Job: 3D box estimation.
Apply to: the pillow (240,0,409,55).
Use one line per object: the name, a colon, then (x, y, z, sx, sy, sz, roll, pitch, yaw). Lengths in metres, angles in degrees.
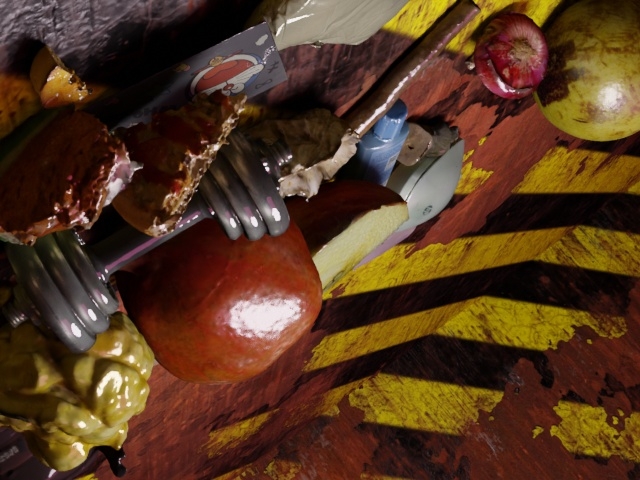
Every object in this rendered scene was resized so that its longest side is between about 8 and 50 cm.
pillow: (0.051, -0.332, 1.374, 0.274, 0.076, 0.280, -42, 167, 34)

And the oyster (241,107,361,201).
oyster: (-0.040, -0.127, 1.647, 0.341, 0.110, 0.166, -24, 164, -50)

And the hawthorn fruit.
hawthorn fruit: (-0.149, 0.056, 1.626, 0.295, 0.295, 0.311, -36, 140, -14)

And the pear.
pear: (0.529, -0.325, 2.112, 0.283, 0.283, 0.283, -36, 163, -13)

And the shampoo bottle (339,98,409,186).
shampoo bottle: (0.096, -0.156, 1.938, 0.103, 0.061, 0.258, -26, 159, -24)

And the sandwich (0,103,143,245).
sandwich: (-0.290, -0.052, 1.213, 0.185, 0.160, 0.109, -47, 145, -4)

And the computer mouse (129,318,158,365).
computer mouse: (-0.258, 0.140, 1.899, 0.236, 0.082, 0.145, -44, 162, 15)

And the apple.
apple: (0.000, 0.000, 1.870, 0.346, 0.254, 0.179, -38, 119, -19)

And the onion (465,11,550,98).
onion: (0.310, -0.316, 1.940, 0.150, 0.150, 0.140, -31, -166, -29)

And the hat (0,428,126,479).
hat: (-0.451, 0.342, 1.779, 0.238, 0.209, 0.336, -37, 162, 0)

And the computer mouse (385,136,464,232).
computer mouse: (0.217, -0.106, 2.206, 0.288, 0.097, 0.159, -28, 146, -50)

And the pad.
pad: (-0.160, -0.174, 1.347, 0.245, 0.006, 0.170, -27, 163, -1)

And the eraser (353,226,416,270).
eraser: (0.108, -0.018, 2.321, 0.243, 0.059, 0.204, -15, 149, -48)

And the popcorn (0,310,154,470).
popcorn: (-0.360, 0.196, 1.551, 0.286, 0.252, 0.215, -8, -129, 39)

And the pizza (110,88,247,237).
pizza: (-0.167, -0.110, 1.267, 0.199, 0.188, 0.062, -43, 137, -1)

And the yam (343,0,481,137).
yam: (0.130, -0.259, 1.783, 0.327, 0.045, 0.045, -45, -153, 12)

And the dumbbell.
dumbbell: (-0.212, -0.011, 1.387, 0.406, 0.179, 0.179, -32, 162, -6)

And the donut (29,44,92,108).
donut: (-0.269, -0.171, 1.158, 0.083, 0.038, 0.067, -25, 156, -54)

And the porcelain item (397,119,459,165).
porcelain item: (0.208, -0.189, 2.110, 0.081, 0.069, 0.215, -54, 164, 25)
